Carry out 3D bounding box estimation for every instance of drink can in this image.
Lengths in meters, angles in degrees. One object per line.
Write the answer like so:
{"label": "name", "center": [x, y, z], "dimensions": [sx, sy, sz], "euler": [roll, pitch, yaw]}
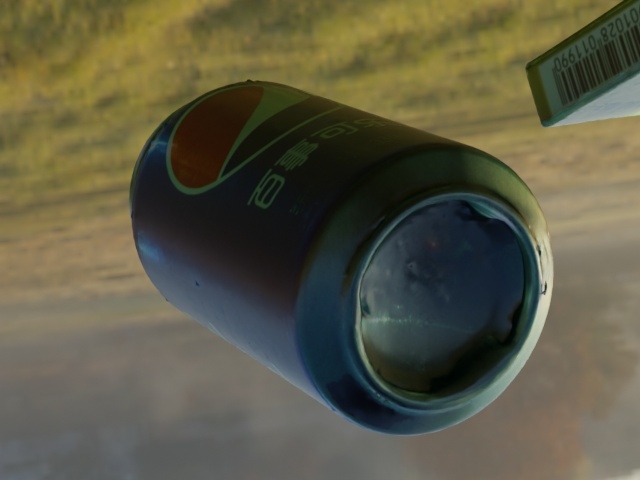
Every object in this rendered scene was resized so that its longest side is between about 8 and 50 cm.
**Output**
{"label": "drink can", "center": [0.000, 0.000, 0.730], "dimensions": [0.118, 0.118, 0.205], "euler": [-5, -166, -28]}

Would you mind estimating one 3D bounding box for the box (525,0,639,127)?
{"label": "box", "center": [0.257, -0.133, 0.870], "dimensions": [0.173, 0.043, 0.311], "euler": [-9, 168, -31]}
